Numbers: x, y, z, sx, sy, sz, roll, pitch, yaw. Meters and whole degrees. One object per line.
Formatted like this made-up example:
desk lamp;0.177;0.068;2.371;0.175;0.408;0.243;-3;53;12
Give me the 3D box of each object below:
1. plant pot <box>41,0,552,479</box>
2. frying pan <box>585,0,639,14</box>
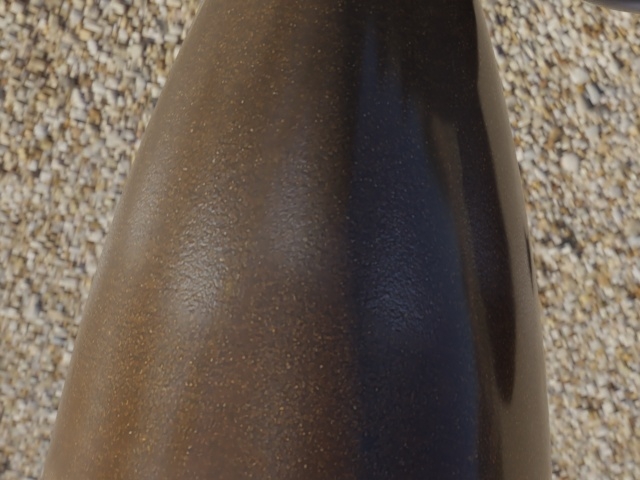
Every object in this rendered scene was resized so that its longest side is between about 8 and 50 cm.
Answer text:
plant pot;0.000;0.000;0.519;0.215;0.215;0.231;5;90;-6
frying pan;0.157;-0.156;0.402;0.326;0.053;0.197;9;133;44
